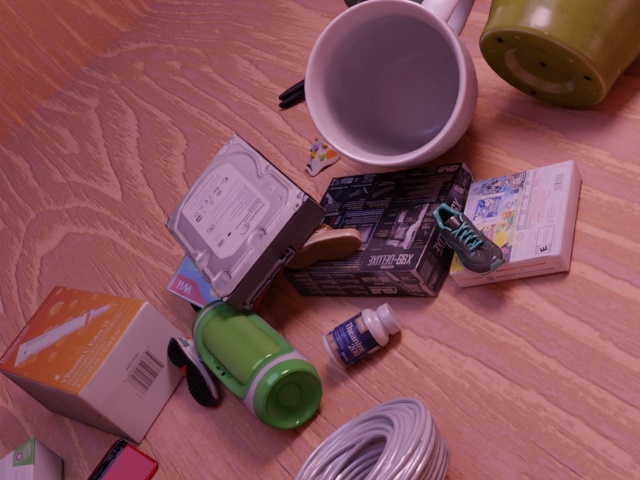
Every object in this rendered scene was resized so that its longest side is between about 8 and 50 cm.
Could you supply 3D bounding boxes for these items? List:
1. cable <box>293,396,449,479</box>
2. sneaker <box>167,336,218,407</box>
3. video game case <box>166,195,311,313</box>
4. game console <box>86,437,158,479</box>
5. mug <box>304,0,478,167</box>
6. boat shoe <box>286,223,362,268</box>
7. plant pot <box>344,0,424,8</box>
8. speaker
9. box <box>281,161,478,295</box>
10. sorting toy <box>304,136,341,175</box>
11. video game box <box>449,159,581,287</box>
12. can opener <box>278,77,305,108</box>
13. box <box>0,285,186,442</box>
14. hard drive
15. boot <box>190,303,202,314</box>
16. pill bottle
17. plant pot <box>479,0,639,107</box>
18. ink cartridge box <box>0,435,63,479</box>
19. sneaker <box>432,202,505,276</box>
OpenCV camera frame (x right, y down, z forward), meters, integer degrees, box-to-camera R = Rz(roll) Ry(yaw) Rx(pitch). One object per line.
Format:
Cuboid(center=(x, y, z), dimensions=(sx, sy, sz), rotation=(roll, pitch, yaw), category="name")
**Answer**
Cuboid(center=(0.058, 0.322, 1.173), dimensions=(0.257, 0.089, 0.257), rotation=(-38, 10, 10), category="cable")
Cuboid(center=(-0.213, 0.233, 1.623), dimensions=(0.161, 0.075, 0.057), rotation=(48, 126, 34), category="sneaker")
Cuboid(center=(-0.157, 0.010, 1.739), dimensions=(0.204, 0.025, 0.285), rotation=(23, 80, 30), category="video game case")
Cuboid(center=(-0.367, 0.434, 1.579), dimensions=(0.144, 0.085, 0.124), rotation=(-55, 6, -22), category="game console")
Cuboid(center=(0.172, -0.309, 1.599), dimensions=(0.276, 0.328, 0.374), rotation=(32, 102, 13), category="mug")
Cuboid(center=(0.000, 0.000, 1.549), dimensions=(0.170, 0.063, 0.059), rotation=(-15, 49, 34), category="boat shoe")
Cuboid(center=(0.183, -0.618, 2.041), dimensions=(0.293, 0.293, 0.235), rotation=(17, 77, 51), category="plant pot")
Cuboid(center=(-0.114, 0.203, 1.506), dimensions=(0.131, 0.131, 0.296), rotation=(-45, 34, -8), category="speaker")
Cuboid(center=(0.107, -0.016, 1.590), dimensions=(0.307, 0.076, 0.242), rotation=(-4, 48, 41), category="box")
Cuboid(center=(-0.006, -0.178, 1.923), dimensions=(0.075, 0.045, 0.083), rotation=(-57, 33, 8), category="sorting toy")
Cuboid(center=(0.315, -0.026, 1.431), dimensions=(0.187, 0.048, 0.205), rotation=(-10, 44, 34), category="video game box")
Cuboid(center=(-0.031, -0.374, 2.151), dimensions=(0.186, 0.073, 0.059), rotation=(-22, 45, 39), category="can opener")
Cuboid(center=(-0.441, 0.232, 1.742), dimensions=(0.345, 0.168, 0.215), rotation=(3, 52, 45), category="box")
Cuboid(center=(-0.151, -0.042, 1.643), dimensions=(0.237, 0.064, 0.339), rotation=(-51, 38, 4), category="hard drive")
Cuboid(center=(-0.214, 0.105, 1.787), dimensions=(0.099, 0.045, 0.121), rotation=(-38, 33, -3), category="boot")
Cuboid(center=(0.068, 0.152, 1.441), dimensions=(0.120, 0.067, 0.067), rotation=(-32, 35, 11), category="pill bottle")
Cuboid(center=(0.457, -0.435, 1.543), dimensions=(0.366, 0.366, 0.353), rotation=(17, 75, 51), category="plant pot")
Cuboid(center=(-0.586, 0.492, 1.649), dimensions=(0.212, 0.093, 0.154), rotation=(-35, 33, 5), category="ink cartridge box")
Cuboid(center=(0.222, -0.004, 1.386), dimensions=(0.065, 0.076, 0.166), rotation=(-43, 34, 0), category="sneaker")
